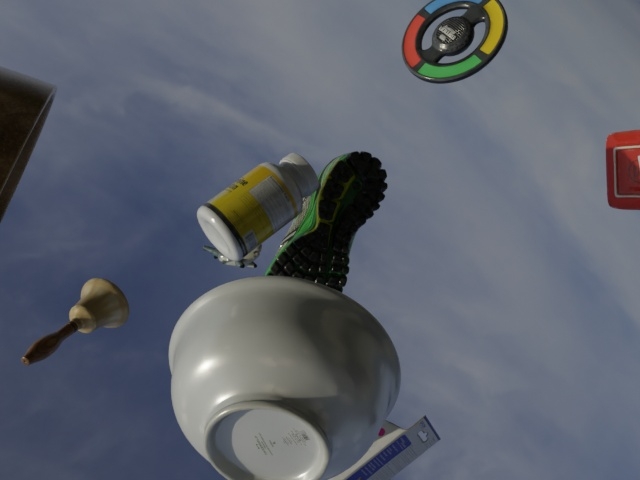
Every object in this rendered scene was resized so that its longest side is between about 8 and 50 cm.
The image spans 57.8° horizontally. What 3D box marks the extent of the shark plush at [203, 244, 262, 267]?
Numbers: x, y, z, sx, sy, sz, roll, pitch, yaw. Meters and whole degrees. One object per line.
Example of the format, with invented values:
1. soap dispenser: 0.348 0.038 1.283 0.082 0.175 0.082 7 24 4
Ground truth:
1. shark plush: -0.221 0.029 1.477 0.073 0.161 0.067 5 -88 -55

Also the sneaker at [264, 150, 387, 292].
1. sneaker: 0.000 0.000 1.047 0.134 0.343 0.146 31 -179 -15

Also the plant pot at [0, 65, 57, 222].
1. plant pot: -0.310 -0.031 0.295 0.255 0.237 0.237 24 -142 -27

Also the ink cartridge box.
1. ink cartridge box: 0.124 0.566 1.457 0.069 0.371 0.175 52 176 43

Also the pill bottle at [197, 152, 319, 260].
1. pill bottle: -0.094 -0.058 0.913 0.184 0.103 0.103 -39 -97 -22

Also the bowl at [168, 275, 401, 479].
1. bowl: -0.053 0.199 0.689 0.298 0.298 0.134 35 -152 -13

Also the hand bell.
1. hand bell: -0.521 0.186 1.200 0.126 0.126 0.242 43 -150 -2

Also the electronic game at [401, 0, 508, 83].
1. electronic game: 0.283 -0.439 1.243 0.048 0.229 0.229 34 -153 -56

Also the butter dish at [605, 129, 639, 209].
1. butter dish: 0.672 -0.145 1.160 0.118 0.160 0.160 -9 -82 -26
